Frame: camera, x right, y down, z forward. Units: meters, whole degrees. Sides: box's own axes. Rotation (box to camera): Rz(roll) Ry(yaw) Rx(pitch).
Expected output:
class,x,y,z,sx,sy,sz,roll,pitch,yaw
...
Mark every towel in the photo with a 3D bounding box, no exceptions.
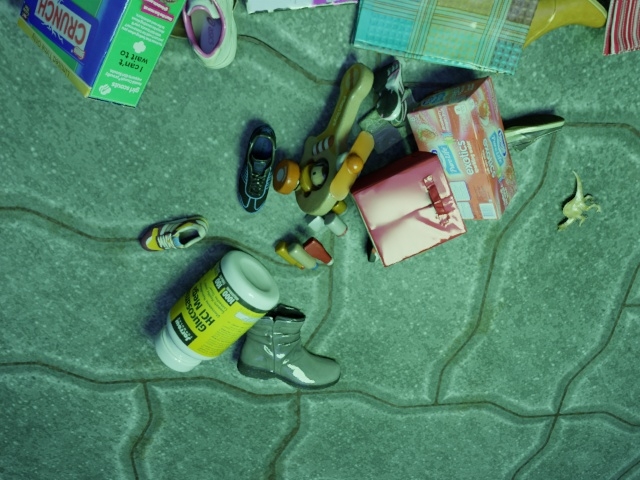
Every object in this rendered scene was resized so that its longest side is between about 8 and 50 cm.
class,x,y,z,sx,sy,sz,roll,pitch,yaw
towel,0.735,-0.532,0.927,0.274,0.031,0.199,-19,118,-22
towel,0.178,-0.293,1.033,0.148,0.027,0.110,-33,114,10
towel,0.268,-0.518,0.878,0.370,0.040,0.272,13,114,5

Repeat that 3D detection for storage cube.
class,x,y,z,sx,sy,sz,roll,pitch,yaw
storage cube,0.184,-0.079,0.949,0.193,0.215,0.184,-24,103,6

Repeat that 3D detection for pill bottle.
class,x,y,z,sx,sy,sz,roll,pitch,yaw
pill bottle,-0.286,0.198,1.126,0.334,0.188,0.188,-43,112,14

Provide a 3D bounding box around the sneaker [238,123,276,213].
class,x,y,z,sx,sy,sz,roll,pitch,yaw
sneaker,-0.157,-0.165,1.021,0.081,0.090,0.232,8,114,-10

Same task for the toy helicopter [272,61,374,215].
class,x,y,z,sx,sy,sz,roll,pitch,yaw
toy helicopter,0.038,-0.223,0.946,0.140,0.235,0.355,14,103,-33

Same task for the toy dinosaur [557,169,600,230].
class,x,y,z,sx,sy,sz,roll,pitch,yaw
toy dinosaur,0.729,-0.100,1.172,0.092,0.053,0.183,1,115,-5

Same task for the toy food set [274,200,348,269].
class,x,y,z,sx,sy,sz,roll,pitch,yaw
toy food set,0.000,0.000,1.111,0.232,0.111,0.104,-40,125,12

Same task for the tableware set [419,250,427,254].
class,x,y,z,sx,sy,sz,roll,pitch,yaw
tableware set,0.262,-0.001,1.141,0.168,0.020,0.141,-13,141,-28

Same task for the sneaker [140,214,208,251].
class,x,y,z,sx,sy,sz,roll,pitch,yaw
sneaker,-0.382,-0.010,1.074,0.185,0.084,0.070,-21,116,3

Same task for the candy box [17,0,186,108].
class,x,y,z,sx,sy,sz,roll,pitch,yaw
candy box,-0.391,-0.455,0.761,0.268,0.122,0.317,42,113,18

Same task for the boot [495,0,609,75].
class,x,y,z,sx,sy,sz,roll,pitch,yaw
boot,0.470,-0.474,0.948,0.295,0.104,0.211,22,117,-10

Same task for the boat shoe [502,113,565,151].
class,x,y,z,sx,sy,sz,roll,pitch,yaw
boat shoe,0.496,-0.262,1.059,0.223,0.080,0.073,-12,122,5

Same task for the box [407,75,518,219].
class,x,y,z,sx,sy,sz,roll,pitch,yaw
box,0.345,-0.208,0.998,0.142,0.154,0.300,-46,120,-33

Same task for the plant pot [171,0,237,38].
class,x,y,z,sx,sy,sz,roll,pitch,yaw
plant pot,-0.283,-0.545,0.859,0.236,0.032,0.236,-3,116,-5

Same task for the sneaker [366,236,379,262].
class,x,y,z,sx,sy,sz,roll,pitch,yaw
sneaker,0.220,-0.052,1.118,0.144,0.090,0.270,10,111,-8

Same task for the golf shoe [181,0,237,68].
class,x,y,z,sx,sy,sz,roll,pitch,yaw
golf shoe,-0.216,-0.492,0.798,0.115,0.140,0.306,-4,114,-3

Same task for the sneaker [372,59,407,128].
class,x,y,z,sx,sy,sz,roll,pitch,yaw
sneaker,0.164,-0.327,0.954,0.072,0.178,0.077,-10,148,33

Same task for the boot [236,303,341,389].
class,x,y,z,sx,sy,sz,roll,pitch,yaw
boot,-0.073,0.317,1.253,0.338,0.118,0.223,11,109,-16

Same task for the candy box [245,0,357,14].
class,x,y,z,sx,sy,sz,roll,pitch,yaw
candy box,-0.046,-0.562,0.855,0.233,0.071,0.159,-7,116,-4
